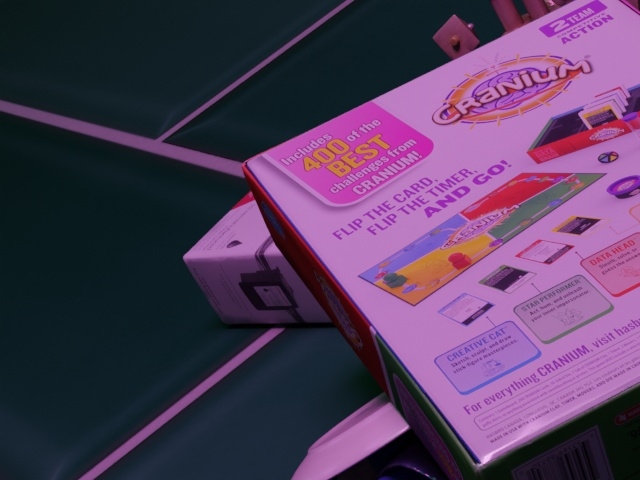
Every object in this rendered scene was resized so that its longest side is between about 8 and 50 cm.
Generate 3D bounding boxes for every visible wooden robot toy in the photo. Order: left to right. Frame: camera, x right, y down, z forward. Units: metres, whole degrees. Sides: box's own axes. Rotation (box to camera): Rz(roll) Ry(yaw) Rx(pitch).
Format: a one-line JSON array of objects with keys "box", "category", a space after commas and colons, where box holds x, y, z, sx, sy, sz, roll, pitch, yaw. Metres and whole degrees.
[{"box": [0.171, -0.176, 1.463, 0.173, 0.076, 0.079, -13, 17, 37], "category": "wooden robot toy"}]

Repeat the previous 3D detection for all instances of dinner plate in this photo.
[{"box": [0.036, 0.092, 1.051, 0.141, 0.017, 0.141, -34, -2, -1], "category": "dinner plate"}]

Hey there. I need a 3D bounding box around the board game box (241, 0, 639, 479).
[{"box": [0.125, -0.002, 1.006, 0.242, 0.064, 0.316, -26, 34, -8], "category": "board game box"}]

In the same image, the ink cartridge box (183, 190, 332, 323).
[{"box": [0.000, 0.000, 1.303, 0.150, 0.063, 0.109, -4, 34, 50], "category": "ink cartridge box"}]

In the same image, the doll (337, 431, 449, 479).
[{"box": [0.052, 0.125, 0.984, 0.129, 0.046, 0.189, -9, 30, 51], "category": "doll"}]
